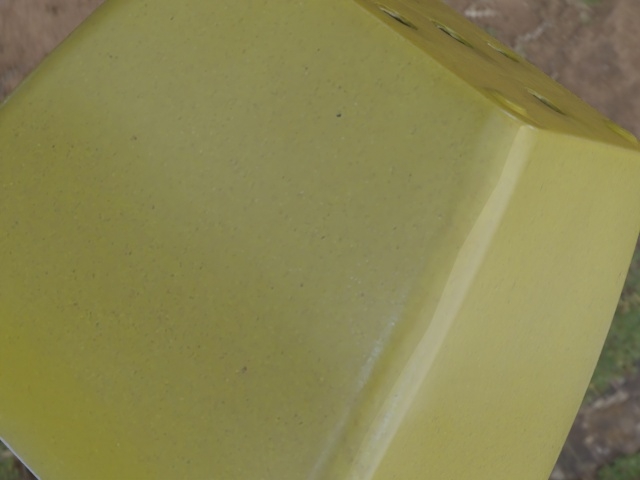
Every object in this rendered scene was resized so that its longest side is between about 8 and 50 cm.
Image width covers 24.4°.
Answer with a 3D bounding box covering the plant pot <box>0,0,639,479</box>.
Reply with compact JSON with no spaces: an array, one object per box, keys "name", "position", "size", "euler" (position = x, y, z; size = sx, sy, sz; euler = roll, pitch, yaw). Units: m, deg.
[{"name":"plant pot","position":[0.000,0.000,0.557],"size":[0.187,0.212,0.212],"euler":[-58,154,16]}]
